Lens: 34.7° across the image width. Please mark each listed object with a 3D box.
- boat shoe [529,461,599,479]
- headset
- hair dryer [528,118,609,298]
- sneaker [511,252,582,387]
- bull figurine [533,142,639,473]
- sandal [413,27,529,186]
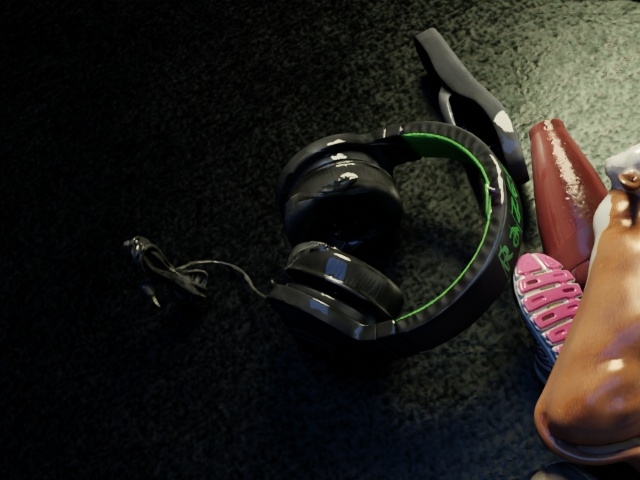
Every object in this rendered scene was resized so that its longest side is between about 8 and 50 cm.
[{"bbox_3d":[0.309,0.299,0.785,0.130,0.132,0.355,-31,57,-24],"label":"boat shoe"},{"bbox_3d":[0.000,0.000,1.030,0.394,0.185,0.243,-16,54,29],"label":"headset"},{"bbox_3d":[0.320,-0.022,1.000,0.293,0.080,0.223,35,73,19],"label":"hair dryer"},{"bbox_3d":[0.218,0.094,0.952,0.063,0.075,0.170,-16,65,-17],"label":"sneaker"},{"bbox_3d":[0.294,0.060,0.868,0.188,0.101,0.310,22,73,14],"label":"bull figurine"},{"bbox_3d":[0.156,-0.136,1.118,0.054,0.097,0.254,-28,44,0],"label":"sandal"}]
